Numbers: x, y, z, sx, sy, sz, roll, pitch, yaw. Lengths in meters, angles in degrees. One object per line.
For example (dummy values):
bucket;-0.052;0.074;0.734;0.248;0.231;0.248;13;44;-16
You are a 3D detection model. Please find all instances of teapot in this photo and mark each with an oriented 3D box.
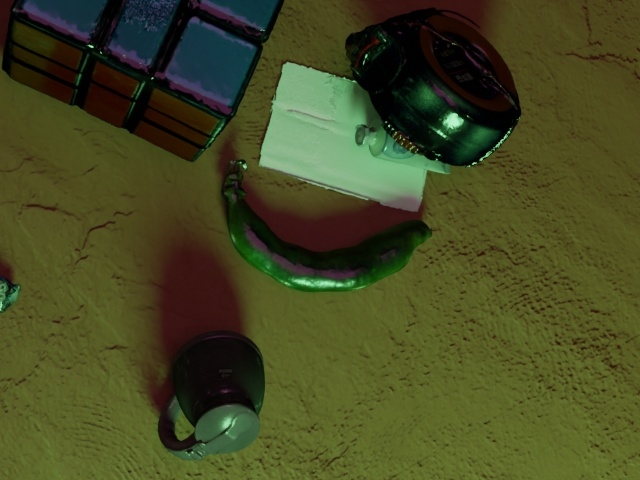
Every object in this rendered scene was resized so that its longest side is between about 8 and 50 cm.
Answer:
teapot;-0.135;0.193;1.673;0.148;0.146;0.116;-15;126;-2

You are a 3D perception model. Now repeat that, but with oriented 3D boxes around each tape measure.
tape measure;0.153;-0.199;1.794;0.223;0.135;0.202;50;35;10

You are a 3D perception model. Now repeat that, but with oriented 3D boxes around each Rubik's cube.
Rubik's cube;-0.200;-0.293;1.660;0.283;0.293;0.288;25;75;-13

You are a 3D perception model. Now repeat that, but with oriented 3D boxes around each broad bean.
broad bean;0.000;0.000;1.793;0.292;0.049;0.144;17;77;-12

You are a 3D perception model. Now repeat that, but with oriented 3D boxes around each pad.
pad;0.040;-0.138;1.847;0.232;0.004;0.156;15;78;-12

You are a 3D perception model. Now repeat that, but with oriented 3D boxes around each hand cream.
hand cream;0.113;-0.135;1.842;0.142;0.053;0.084;3;80;-25

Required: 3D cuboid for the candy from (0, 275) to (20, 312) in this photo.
candy;-0.459;0.001;1.672;0.094;0.051;0.226;-43;96;-27
